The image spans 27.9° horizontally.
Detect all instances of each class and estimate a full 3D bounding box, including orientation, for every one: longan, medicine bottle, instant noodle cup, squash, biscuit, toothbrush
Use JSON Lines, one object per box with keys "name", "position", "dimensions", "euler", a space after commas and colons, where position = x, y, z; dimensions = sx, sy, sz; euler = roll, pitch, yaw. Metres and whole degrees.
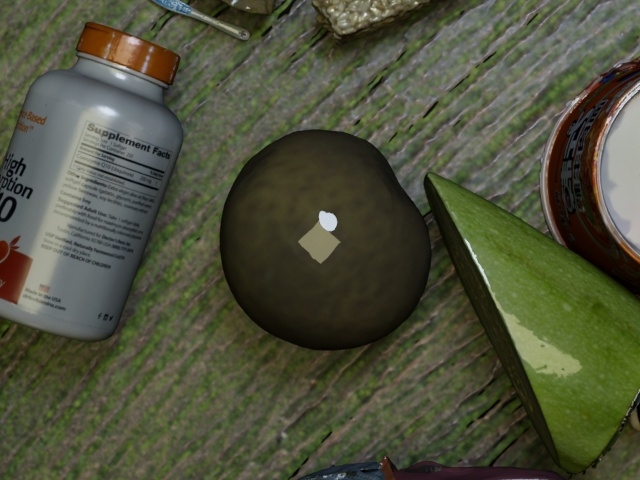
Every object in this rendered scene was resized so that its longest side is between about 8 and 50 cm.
{"name": "longan", "position": [0.000, 0.000, 1.211], "dimensions": [0.198, 0.198, 0.212], "euler": [-16, 88, 4]}
{"name": "medicine bottle", "position": [-0.228, -0.059, 1.241], "dimensions": [0.157, 0.157, 0.288], "euler": [20, 91, 4]}
{"name": "instant noodle cup", "position": [0.335, -0.060, 1.179], "dimensions": [0.250, 0.192, 0.250], "euler": [0, 90, 4]}
{"name": "squash", "position": [0.168, 0.079, 1.196], "dimensions": [0.260, 0.189, 0.189], "euler": [30, 92, 2]}
{"name": "biscuit", "position": [0.075, -0.248, 1.255], "dimensions": [0.168, 0.082, 0.070], "euler": [-28, 86, 4]}
{"name": "toothbrush", "position": [-0.146, -0.238, 1.308], "dimensions": [0.162, 0.017, 0.014], "euler": [23, 96, 0]}

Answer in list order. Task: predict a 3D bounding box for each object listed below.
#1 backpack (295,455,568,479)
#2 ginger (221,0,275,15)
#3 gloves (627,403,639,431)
{"name": "backpack", "position": [0.124, 0.332, 1.196], "dimensions": [0.317, 0.197, 0.283], "euler": [-13, 88, -1]}
{"name": "ginger", "position": [-0.052, -0.349, 1.253], "dimensions": [0.116, 0.109, 0.263], "euler": [14, 92, -23]}
{"name": "gloves", "position": [0.395, 0.136, 1.141], "dimensions": [0.152, 0.301, 0.197], "euler": [13, 64, -29]}
